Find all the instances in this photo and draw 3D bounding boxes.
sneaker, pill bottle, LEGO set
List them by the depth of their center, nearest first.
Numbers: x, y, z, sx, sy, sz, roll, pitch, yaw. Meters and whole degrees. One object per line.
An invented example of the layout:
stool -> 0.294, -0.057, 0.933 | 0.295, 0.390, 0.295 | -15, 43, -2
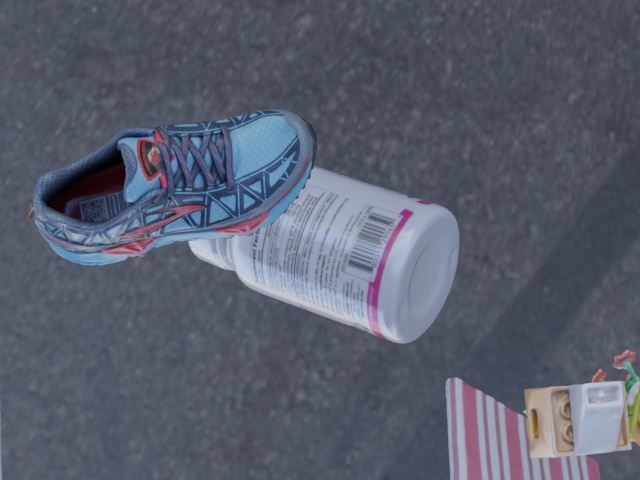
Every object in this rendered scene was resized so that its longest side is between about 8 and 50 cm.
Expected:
LEGO set -> 0.225, 0.049, 0.859 | 0.287, 0.107, 0.132 | -32, 120, -10
sneaker -> -0.129, -0.049, 1.358 | 0.262, 0.104, 0.125 | -21, 163, 4
pill bottle -> 0.000, 0.000, 1.777 | 0.283, 0.160, 0.160 | 19, 132, 27

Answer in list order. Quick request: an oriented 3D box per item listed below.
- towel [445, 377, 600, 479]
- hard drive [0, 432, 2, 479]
towel -> 0.193, 0.224, 1.474 | 0.197, 0.144, 0.029 | 32, 120, -18
hard drive -> -0.461, 0.313, 1.704 | 0.233, 0.047, 0.353 | -4, 82, 4
